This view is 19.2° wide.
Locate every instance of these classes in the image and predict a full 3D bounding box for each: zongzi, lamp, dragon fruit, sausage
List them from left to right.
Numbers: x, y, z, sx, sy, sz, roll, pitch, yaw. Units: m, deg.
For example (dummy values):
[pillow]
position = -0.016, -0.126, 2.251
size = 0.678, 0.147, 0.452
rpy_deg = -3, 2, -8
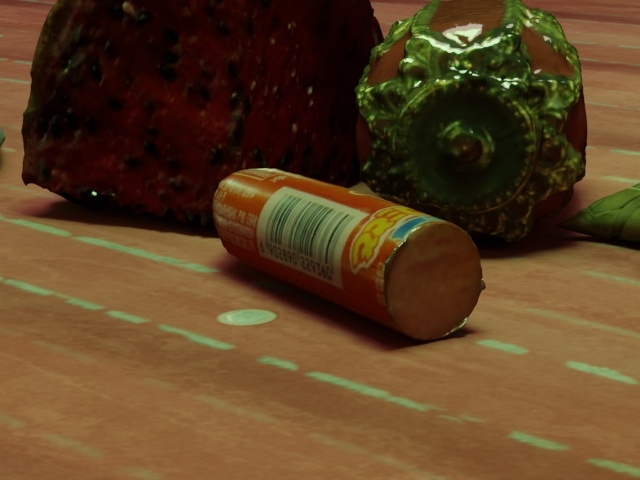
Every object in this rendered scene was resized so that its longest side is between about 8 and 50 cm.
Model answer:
[dragon fruit]
position = -0.056, -0.089, 1.470
size = 0.302, 0.240, 0.330
rpy_deg = -26, -24, 32
[sausage]
position = 0.000, 0.000, 1.196
size = 0.074, 0.074, 0.274
rpy_deg = -10, 14, -28
[lamp]
position = 0.113, -0.093, 1.377
size = 0.177, 0.177, 0.274
rpy_deg = 0, 11, 7
[zongzi]
position = 0.209, -0.011, 1.292
size = 0.083, 0.040, 0.076
rpy_deg = -14, 21, -2

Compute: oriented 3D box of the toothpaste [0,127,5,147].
[toothpaste]
position = -0.326, -0.088, 1.651
size = 0.099, 0.068, 0.282
rpy_deg = 23, 0, -17
